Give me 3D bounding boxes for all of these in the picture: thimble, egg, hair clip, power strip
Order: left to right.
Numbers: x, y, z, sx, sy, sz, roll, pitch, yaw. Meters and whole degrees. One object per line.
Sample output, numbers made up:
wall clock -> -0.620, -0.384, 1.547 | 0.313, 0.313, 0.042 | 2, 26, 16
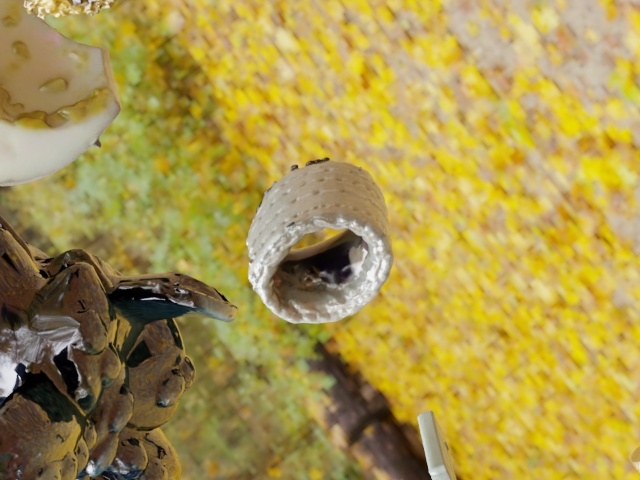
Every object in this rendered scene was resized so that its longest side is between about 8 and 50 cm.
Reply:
egg -> -0.351, -0.172, 1.449 | 0.271, 0.206, 0.162 | 40, 179, -15
hair clip -> -0.178, 0.095, 0.888 | 0.194, 0.206, 0.310 | 22, 171, 13
thimble -> 0.000, 0.000, 1.110 | 0.090, 0.115, 0.102 | -95, -17, -56
power strip -> 0.096, 0.176, 1.148 | 0.090, 0.016, 0.040 | -98, -14, -62

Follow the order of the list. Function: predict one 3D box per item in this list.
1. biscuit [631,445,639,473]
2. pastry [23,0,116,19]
biscuit -> 0.412, 0.159, 1.400 | 0.040, 0.236, 0.144 | 51, -173, 8
pastry -> -0.162, -0.220, 1.075 | 0.056, 0.140, 0.080 | 56, -157, -68
